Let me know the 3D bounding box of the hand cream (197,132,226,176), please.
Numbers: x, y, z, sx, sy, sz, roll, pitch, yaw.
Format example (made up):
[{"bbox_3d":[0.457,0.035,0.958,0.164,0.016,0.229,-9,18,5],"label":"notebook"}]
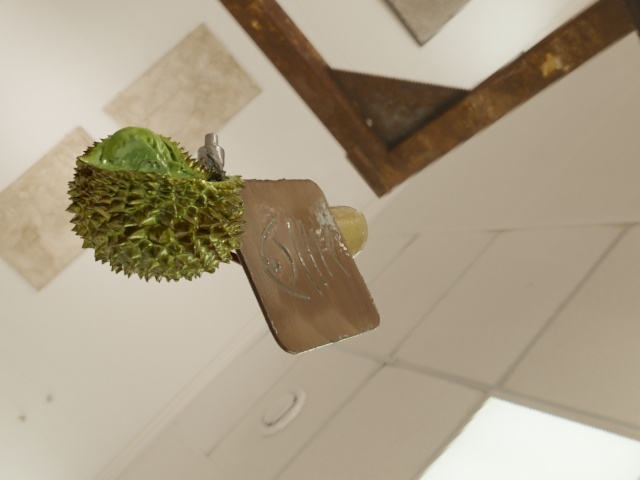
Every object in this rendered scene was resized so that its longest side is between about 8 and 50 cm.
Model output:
[{"bbox_3d":[-0.212,-0.094,1.456,0.084,0.050,0.256,-29,-139,33],"label":"hand cream"}]

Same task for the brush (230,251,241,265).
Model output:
[{"bbox_3d":[-0.161,0.009,1.200,0.014,0.170,0.043,-42,-143,30],"label":"brush"}]

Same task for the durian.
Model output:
[{"bbox_3d":[-0.204,-0.040,1.021,0.237,0.176,0.200,19,-143,36],"label":"durian"}]

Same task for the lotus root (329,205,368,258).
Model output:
[{"bbox_3d":[0.001,0.003,1.642,0.303,0.131,0.146,-16,131,-49],"label":"lotus root"}]

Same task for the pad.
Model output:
[{"bbox_3d":[-0.031,0.030,1.276,0.018,0.286,0.284,-33,166,32],"label":"pad"}]
